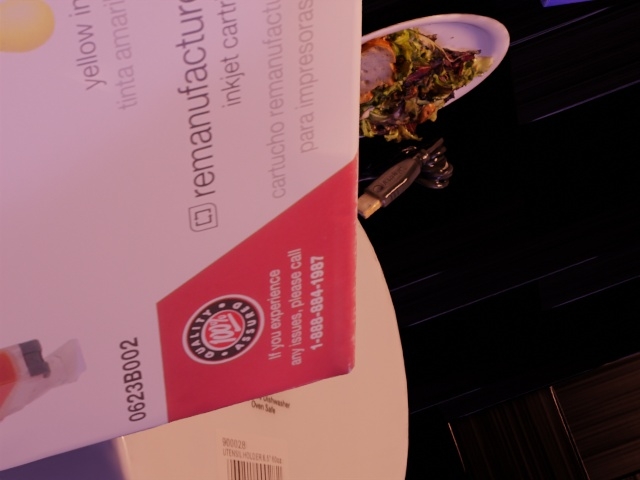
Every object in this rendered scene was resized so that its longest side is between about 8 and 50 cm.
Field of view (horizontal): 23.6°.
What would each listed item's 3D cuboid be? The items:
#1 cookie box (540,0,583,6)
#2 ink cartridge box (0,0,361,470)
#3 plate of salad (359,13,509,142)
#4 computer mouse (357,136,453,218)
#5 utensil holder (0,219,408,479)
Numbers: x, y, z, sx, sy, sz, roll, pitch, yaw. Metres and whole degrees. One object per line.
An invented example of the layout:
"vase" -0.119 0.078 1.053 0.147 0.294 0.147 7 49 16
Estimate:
"cookie box" 0.216 -0.212 1.099 0.107 0.040 0.092 -11 161 -25
"ink cartridge box" -0.188 -0.033 0.620 0.385 0.160 0.279 -14 138 -13
"plate of salad" 0.058 -0.117 1.208 0.200 0.048 0.200 -18 162 -6
"computer mouse" 0.000 0.000 1.280 0.262 0.060 0.184 -32 -172 -18
"utensil holder" -0.182 0.107 0.984 0.385 0.327 0.327 -12 168 32
